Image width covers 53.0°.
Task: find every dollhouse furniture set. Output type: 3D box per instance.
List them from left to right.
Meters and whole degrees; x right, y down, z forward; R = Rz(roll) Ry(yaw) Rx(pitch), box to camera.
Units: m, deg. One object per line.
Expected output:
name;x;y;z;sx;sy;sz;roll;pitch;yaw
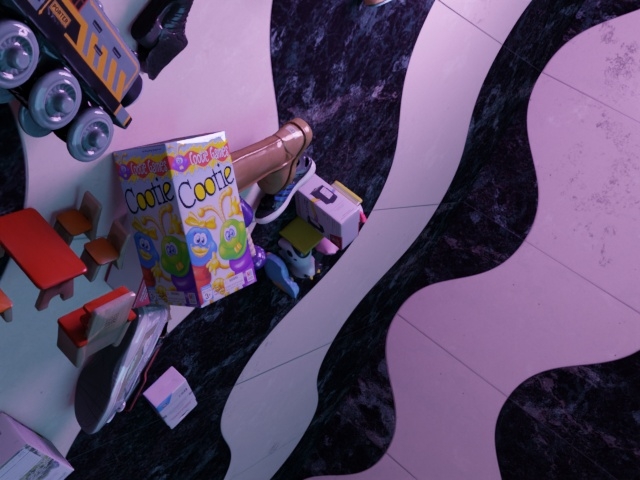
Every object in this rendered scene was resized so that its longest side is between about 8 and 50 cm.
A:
dollhouse furniture set;-0.392;0.046;0.957;0.262;0.259;0.135;-30;158;-47

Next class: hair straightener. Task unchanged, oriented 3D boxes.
hair straightener;-0.434;0.307;1.522;0.230;0.047;0.089;-56;158;5

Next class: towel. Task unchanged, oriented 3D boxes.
towel;0.002;-0.064;1.769;0.237;0.102;0.021;-43;161;-22

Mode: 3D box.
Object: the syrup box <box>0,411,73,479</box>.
syrup box;-0.610;0.448;1.315;0.093;0.096;0.237;-43;156;-20

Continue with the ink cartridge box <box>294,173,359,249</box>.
ink cartridge box;0.016;-0.076;1.682;0.072;0.175;0.127;-41;154;-21

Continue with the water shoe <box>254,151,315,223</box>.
water shoe;-0.101;-0.133;1.539;0.203;0.073;0.080;-50;131;-8

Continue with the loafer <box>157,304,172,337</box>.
loafer;-0.362;0.165;1.453;0.056;0.050;0.148;-35;151;-38

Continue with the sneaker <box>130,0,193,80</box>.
sneaker;-0.232;-0.335;0.997;0.170;0.051;0.089;-49;158;0

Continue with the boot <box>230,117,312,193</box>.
boot;-0.156;-0.133;1.327;0.269;0.089;0.236;-38;166;-40

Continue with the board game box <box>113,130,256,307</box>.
board game box;-0.233;-0.039;1.125;0.144;0.142;0.275;-26;109;-49

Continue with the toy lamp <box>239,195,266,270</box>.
toy lamp;-0.181;-0.017;1.508;0.080;0.080;0.275;-46;155;-18

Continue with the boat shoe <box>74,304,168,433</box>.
boat shoe;-0.431;0.276;1.388;0.103;0.118;0.320;12;105;-54

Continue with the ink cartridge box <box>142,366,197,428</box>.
ink cartridge box;-0.403;0.428;1.737;0.104;0.060;0.180;-44;155;-25

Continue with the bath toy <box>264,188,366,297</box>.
bath toy;0.000;0.000;1.823;0.348;0.129;0.151;-46;156;-20

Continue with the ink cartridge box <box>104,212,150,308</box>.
ink cartridge box;-0.296;0.022;1.312;0.237;0.100;0.172;-14;135;-56

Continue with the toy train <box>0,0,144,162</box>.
toy train;-0.340;-0.241;0.820;0.190;0.142;0.334;-59;159;-13

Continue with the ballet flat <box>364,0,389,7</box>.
ballet flat;0.166;-0.584;1.408;0.232;0.080;0.073;-41;127;-33
